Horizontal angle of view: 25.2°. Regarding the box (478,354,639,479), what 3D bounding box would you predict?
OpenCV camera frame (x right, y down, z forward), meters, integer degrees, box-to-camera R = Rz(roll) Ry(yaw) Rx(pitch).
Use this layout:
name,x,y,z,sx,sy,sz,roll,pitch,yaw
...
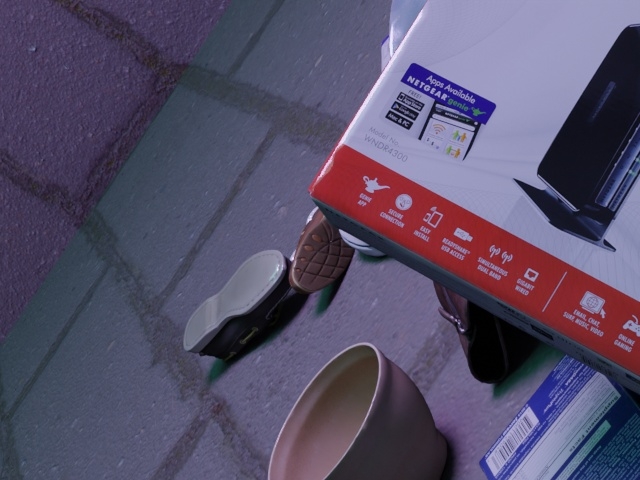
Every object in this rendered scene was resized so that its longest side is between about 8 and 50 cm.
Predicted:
name,x,y,z,sx,sy,sz,roll,pitch,yaw
box,0.196,0.172,1.049,0.136,0.036,0.225,-53,17,11

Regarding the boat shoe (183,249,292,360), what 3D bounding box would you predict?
name,x,y,z,sx,sy,sz,roll,pitch,yaw
boat shoe,-0.092,0.086,1.855,0.228,0.069,0.081,-39,37,42

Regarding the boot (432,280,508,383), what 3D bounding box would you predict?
name,x,y,z,sx,sy,sz,roll,pitch,yaw
boot,0.134,-0.022,1.288,0.090,0.248,0.207,-10,31,1

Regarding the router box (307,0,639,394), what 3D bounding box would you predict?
name,x,y,z,sx,sy,sz,roll,pitch,yaw
router box,0.211,-0.072,0.990,0.301,0.335,0.082,-59,-20,-7

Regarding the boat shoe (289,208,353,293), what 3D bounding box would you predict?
name,x,y,z,sx,sy,sz,roll,pitch,yaw
boat shoe,0.005,0.004,1.772,0.060,0.064,0.178,-42,16,49

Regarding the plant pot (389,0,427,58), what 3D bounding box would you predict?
name,x,y,z,sx,sy,sz,roll,pitch,yaw
plant pot,0.206,-0.115,1.185,0.196,0.293,0.293,-15,37,24

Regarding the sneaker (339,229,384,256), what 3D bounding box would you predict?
name,x,y,z,sx,sy,sz,roll,pitch,yaw
sneaker,0.077,-0.046,1.619,0.094,0.091,0.258,-63,20,-18

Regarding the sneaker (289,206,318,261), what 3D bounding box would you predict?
name,x,y,z,sx,sy,sz,roll,pitch,yaw
sneaker,0.000,0.000,1.835,0.044,0.040,0.109,-4,56,47

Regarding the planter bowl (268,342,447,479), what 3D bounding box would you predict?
name,x,y,z,sx,sy,sz,roll,pitch,yaw
planter bowl,0.044,0.187,1.286,0.162,0.109,0.162,-47,21,25

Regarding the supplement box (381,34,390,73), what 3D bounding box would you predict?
name,x,y,z,sx,sy,sz,roll,pitch,yaw
supplement box,0.144,-0.186,1.658,0.111,0.114,0.220,-45,20,27
